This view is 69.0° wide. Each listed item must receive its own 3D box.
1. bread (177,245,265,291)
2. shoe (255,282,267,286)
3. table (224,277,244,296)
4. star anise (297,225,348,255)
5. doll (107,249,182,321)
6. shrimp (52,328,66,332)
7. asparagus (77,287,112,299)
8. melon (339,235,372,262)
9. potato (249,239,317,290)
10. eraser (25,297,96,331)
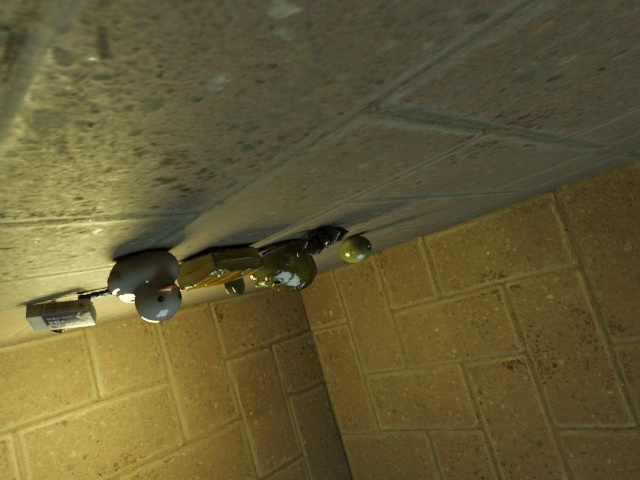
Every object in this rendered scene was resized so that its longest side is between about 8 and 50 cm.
[{"bbox_3d":[-0.370,0.099,1.702,0.246,0.110,0.239,-22,171,34],"label":"bread"},{"bbox_3d":[-0.295,0.191,2.572,0.140,0.128,0.262,-2,170,1],"label":"shoe"},{"bbox_3d":[-0.425,0.209,2.299,0.043,0.133,0.133,-17,172,16],"label":"table"},{"bbox_3d":[0.000,0.000,1.846,0.209,0.089,0.231,-33,172,25],"label":"star anise"},{"bbox_3d":[-0.508,0.146,1.391,0.251,0.220,0.221,-21,171,36],"label":"doll"},{"bbox_3d":[-1.041,0.298,1.856,0.117,0.066,0.262,35,138,-27],"label":"shrimp"},{"bbox_3d":[-0.838,0.203,1.782,0.165,0.030,0.036,-12,143,-25],"label":"asparagus"},{"bbox_3d":[0.182,0.044,2.354,0.192,0.139,0.139,-17,174,40],"label":"melon"},{"bbox_3d":[-0.145,0.127,1.965,0.300,0.196,0.247,-14,163,-49],"label":"potato"},{"bbox_3d":[-0.957,0.277,1.730,0.211,0.067,0.124,-5,148,-16],"label":"eraser"}]
